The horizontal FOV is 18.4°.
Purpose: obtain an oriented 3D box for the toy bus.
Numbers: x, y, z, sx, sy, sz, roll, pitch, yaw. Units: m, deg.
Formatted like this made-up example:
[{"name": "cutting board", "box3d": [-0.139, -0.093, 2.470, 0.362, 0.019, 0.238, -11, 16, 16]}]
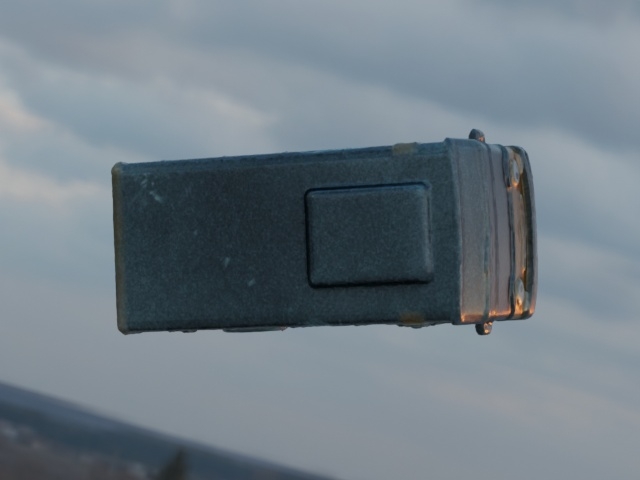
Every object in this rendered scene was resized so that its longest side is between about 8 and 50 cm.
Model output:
[{"name": "toy bus", "box3d": [0.000, 0.000, 1.613, 0.323, 0.162, 0.194, -3, -2, 22]}]
